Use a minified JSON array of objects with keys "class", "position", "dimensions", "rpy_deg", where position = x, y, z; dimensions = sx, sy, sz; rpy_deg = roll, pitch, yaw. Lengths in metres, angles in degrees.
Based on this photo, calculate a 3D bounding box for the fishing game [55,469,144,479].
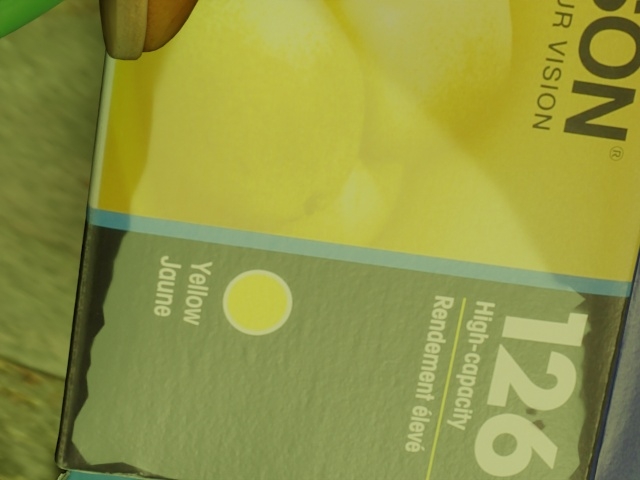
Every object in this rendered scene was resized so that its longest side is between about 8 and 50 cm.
[{"class":"fishing game","position":[-0.088,0.191,0.767],"dimensions":[0.189,0.041,0.264],"rpy_deg":[35,113,-28]}]

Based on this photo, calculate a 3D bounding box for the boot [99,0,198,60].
[{"class":"boot","position":[0.048,-0.184,0.409],"dimensions":[0.211,0.104,0.295],"rpy_deg":[10,90,-18]}]

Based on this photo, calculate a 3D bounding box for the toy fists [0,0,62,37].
[{"class":"toy fists","position":[-0.121,-0.199,0.413],"dimensions":[0.096,0.142,0.279],"rpy_deg":[-2,127,-6]}]

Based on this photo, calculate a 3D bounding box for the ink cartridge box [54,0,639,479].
[{"class":"ink cartridge box","position":[0.063,-0.035,0.534],"dimensions":[0.307,0.072,0.303],"rpy_deg":[8,102,-5]}]
